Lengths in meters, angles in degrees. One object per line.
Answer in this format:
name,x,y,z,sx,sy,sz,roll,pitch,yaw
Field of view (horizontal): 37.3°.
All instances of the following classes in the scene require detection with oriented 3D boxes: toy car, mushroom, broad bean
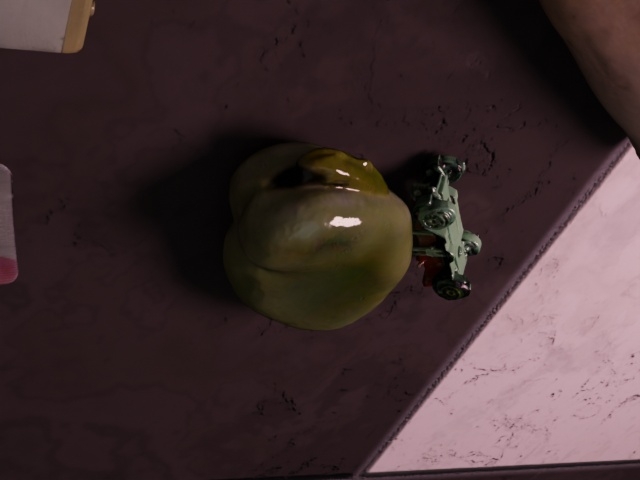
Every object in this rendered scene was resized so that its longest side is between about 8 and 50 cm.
toy car,0.111,-0.010,0.876,0.054,0.073,0.143,2,142,21
mushroom,0.268,-0.173,0.743,0.154,0.138,0.407,-29,149,22
broad bean,0.000,0.000,0.811,0.169,0.100,0.228,-11,149,-11

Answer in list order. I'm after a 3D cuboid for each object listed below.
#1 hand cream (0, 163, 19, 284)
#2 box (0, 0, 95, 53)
hand cream,-0.379,0.025,0.643,0.340,0.078,0.124,-12,138,-25
box,-0.197,-0.225,0.486,0.210,0.045,0.270,-2,134,-28
